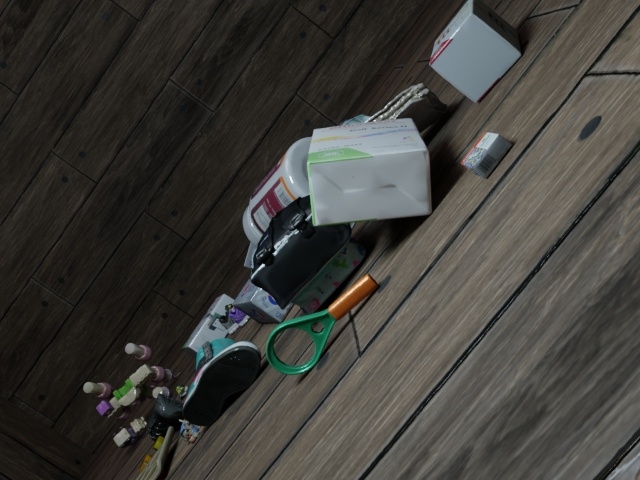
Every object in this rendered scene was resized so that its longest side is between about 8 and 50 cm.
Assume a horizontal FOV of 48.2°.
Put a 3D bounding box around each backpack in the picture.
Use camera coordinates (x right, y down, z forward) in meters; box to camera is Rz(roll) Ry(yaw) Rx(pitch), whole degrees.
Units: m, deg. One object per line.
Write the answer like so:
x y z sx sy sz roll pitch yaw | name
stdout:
0.119 -0.286 2.018 0.115 0.152 0.182 -49 15 2 | backpack
-0.033 0.018 1.465 0.225 0.191 0.253 -47 17 5 | backpack

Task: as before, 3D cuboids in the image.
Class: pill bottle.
-0.075 -0.118 2.103 0.392 0.224 0.224 -40 16 55 | pill bottle

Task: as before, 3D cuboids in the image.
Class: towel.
0.143 -0.230 1.572 0.282 0.049 0.187 -37 -17 19 | towel

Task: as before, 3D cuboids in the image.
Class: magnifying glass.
0.003 0.140 1.210 0.231 0.092 0.026 -41 8 13 | magnifying glass

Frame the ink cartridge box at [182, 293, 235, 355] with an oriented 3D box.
-0.368 0.301 2.460 0.219 0.092 0.160 -58 10 -20 | ink cartridge box

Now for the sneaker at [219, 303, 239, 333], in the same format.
-0.265 0.221 2.282 0.170 0.074 0.063 -50 9 22 | sneaker

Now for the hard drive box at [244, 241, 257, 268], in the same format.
-0.194 -0.028 2.572 0.181 0.089 0.232 -84 11 -70 | hard drive box

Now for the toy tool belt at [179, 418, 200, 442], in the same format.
-0.329 0.466 1.758 0.052 0.051 0.083 -54 9 -1 | toy tool belt

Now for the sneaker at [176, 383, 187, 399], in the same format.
-0.468 0.505 2.390 0.031 0.035 0.083 -54 9 5 | sneaker

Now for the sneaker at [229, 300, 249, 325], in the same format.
-0.224 0.194 2.188 0.170 0.071 0.068 -49 10 27 | sneaker

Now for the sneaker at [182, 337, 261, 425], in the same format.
-0.215 0.285 1.662 0.295 0.123 0.178 -49 19 34 | sneaker

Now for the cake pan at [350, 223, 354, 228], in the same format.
0.000 0.000 1.813 0.293 0.054 0.293 -52 10 12 | cake pan

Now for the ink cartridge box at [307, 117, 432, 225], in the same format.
0.086 -0.145 1.338 0.353 0.207 0.119 -87 -10 -70 | ink cartridge box

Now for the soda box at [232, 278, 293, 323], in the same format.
-0.145 0.152 1.845 0.091 0.098 0.286 -57 9 -15 | soda box

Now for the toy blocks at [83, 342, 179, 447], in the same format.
-0.698 0.608 2.788 0.288 0.309 0.260 -42 -24 -1 | toy blocks

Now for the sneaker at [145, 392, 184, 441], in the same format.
-0.451 0.523 2.083 0.130 0.109 0.286 -64 2 -20 | sneaker

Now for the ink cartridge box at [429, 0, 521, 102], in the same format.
0.307 -0.382 1.421 0.128 0.127 0.176 -49 9 30 | ink cartridge box

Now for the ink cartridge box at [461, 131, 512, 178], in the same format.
0.248 -0.133 1.098 0.063 0.029 0.115 -53 9 8 | ink cartridge box

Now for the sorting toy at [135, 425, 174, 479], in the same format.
-0.446 0.609 1.893 0.229 0.041 0.307 -57 8 8 | sorting toy
